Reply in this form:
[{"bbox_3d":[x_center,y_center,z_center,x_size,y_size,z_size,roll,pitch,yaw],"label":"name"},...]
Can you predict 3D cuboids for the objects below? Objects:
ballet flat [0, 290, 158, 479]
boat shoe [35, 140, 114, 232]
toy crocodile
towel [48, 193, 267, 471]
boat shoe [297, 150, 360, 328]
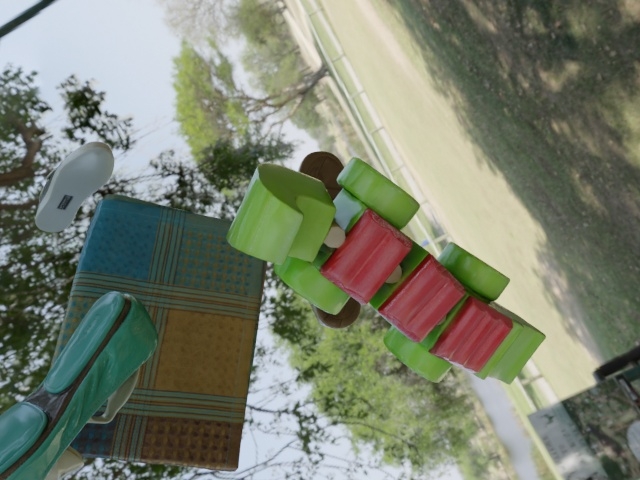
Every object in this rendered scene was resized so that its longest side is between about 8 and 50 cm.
[{"bbox_3d":[-0.234,0.163,0.513,0.083,0.247,0.087,6,141,44],"label":"ballet flat"},{"bbox_3d":[-0.428,-0.105,0.955,0.077,0.219,0.070,19,-139,-45],"label":"boat shoe"},{"bbox_3d":[0.074,0.040,0.455,0.340,0.115,0.105,34,-173,-30],"label":"toy crocodile"},{"bbox_3d":[-0.222,0.121,0.799,0.040,0.271,0.371,131,148,-58],"label":"towel"},{"bbox_3d":[0.000,0.000,1.089,0.110,0.121,0.342,156,111,-72],"label":"boat shoe"}]
